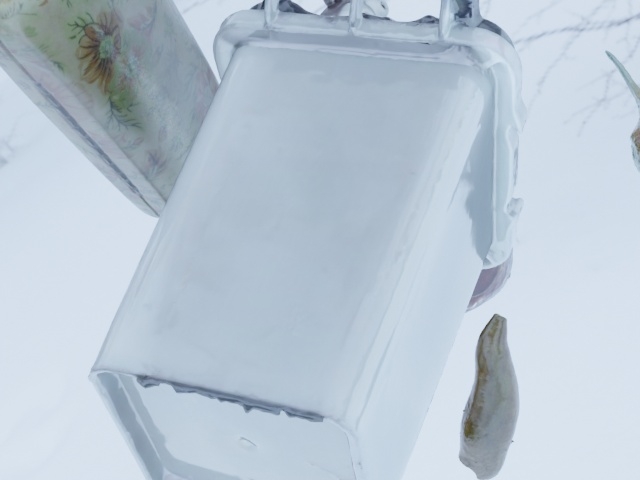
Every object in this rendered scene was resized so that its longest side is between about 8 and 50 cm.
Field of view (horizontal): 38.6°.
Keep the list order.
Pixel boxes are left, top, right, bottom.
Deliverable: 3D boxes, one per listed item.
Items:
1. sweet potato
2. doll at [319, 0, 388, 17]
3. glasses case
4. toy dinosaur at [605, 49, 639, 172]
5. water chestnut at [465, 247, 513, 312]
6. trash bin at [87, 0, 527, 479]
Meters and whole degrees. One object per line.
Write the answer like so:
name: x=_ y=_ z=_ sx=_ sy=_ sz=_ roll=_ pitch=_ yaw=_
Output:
sweet potato: x=0.225 y=0.216 z=1.211 sx=0.077 sy=0.244 sz=0.077 roll=2 pitch=24 yaw=-1
doll: x=0.075 y=-0.301 z=1.523 sx=0.117 sy=0.257 sz=0.182 roll=-5 pitch=27 yaw=45
glasses case: x=-0.175 y=-0.151 z=0.809 sx=0.098 sy=0.425 sz=0.156 roll=8 pitch=71 yaw=15
toy dinosaur: x=0.474 y=-0.128 z=1.274 sx=0.092 sy=0.205 sz=0.393 roll=-17 pitch=59 yaw=27
water chestnut: x=0.149 y=0.005 z=1.388 sx=0.289 sy=0.244 sz=0.289 roll=1 pitch=50 yaw=-1
trash bin: x=0.000 y=0.000 z=0.670 sx=0.256 sy=0.296 sz=0.368 roll=11 pitch=50 yaw=17
